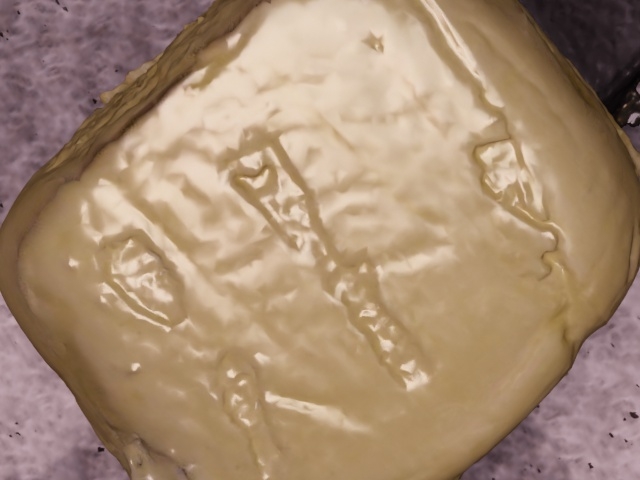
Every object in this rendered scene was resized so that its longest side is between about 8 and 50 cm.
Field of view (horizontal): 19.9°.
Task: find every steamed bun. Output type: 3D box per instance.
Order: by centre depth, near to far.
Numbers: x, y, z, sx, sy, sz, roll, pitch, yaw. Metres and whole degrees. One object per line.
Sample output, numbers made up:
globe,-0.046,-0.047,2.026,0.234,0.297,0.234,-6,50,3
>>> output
steamed bun,0.000,0.000,0.822,0.273,0.166,0.232,-43,98,8

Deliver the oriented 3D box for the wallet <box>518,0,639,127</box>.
wallet,0.081,-0.161,0.882,0.250,0.044,0.149,42,87,5
